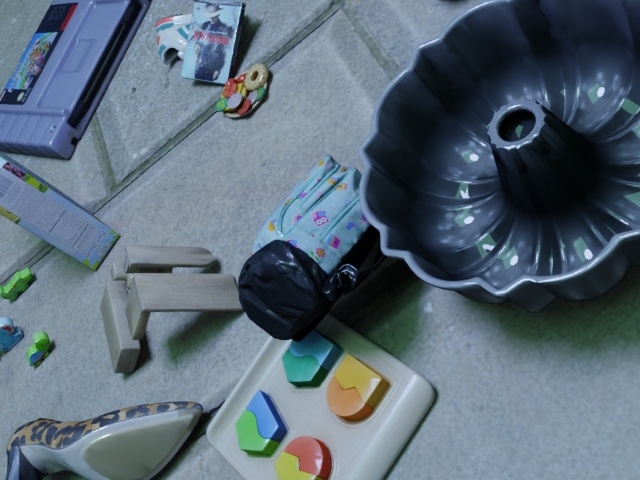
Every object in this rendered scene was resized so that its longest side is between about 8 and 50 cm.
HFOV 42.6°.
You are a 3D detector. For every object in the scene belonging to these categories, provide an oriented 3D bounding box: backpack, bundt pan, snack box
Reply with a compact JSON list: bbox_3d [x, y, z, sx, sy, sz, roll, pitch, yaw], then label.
[{"bbox_3d":[0.000,0.000,0.842,0.182,0.115,0.152,-50,4,-34],"label":"backpack"},{"bbox_3d":[0.206,-0.078,0.770,0.330,0.124,0.331,-19,54,28],"label":"bundt pan"},{"bbox_3d":[-0.409,-0.058,1.151,0.174,0.207,0.070,29,83,44],"label":"snack box"}]

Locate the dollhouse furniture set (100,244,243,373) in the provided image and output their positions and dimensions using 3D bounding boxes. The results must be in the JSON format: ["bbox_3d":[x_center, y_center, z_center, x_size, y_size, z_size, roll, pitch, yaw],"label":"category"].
[{"bbox_3d":[-0.192,0.083,1.032,0.151,0.123,0.144,-65,36,37],"label":"dollhouse furniture set"}]

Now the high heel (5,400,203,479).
[{"bbox_3d":[-0.262,0.220,0.979,0.261,0.093,0.186,-28,24,0],"label":"high heel"}]

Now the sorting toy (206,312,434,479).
[{"bbox_3d":[-0.012,0.177,0.836,0.208,0.038,0.193,30,84,43],"label":"sorting toy"}]

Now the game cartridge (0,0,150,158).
[{"bbox_3d":[-0.441,-0.312,1.431,0.230,0.068,0.355,11,71,35],"label":"game cartridge"}]

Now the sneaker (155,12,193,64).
[{"bbox_3d":[-0.184,-0.311,1.252,0.161,0.057,0.075,-7,80,30],"label":"sneaker"}]

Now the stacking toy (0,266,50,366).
[{"bbox_3d":[-0.488,0.160,1.187,0.221,0.052,0.167,-43,47,6],"label":"stacking toy"}]

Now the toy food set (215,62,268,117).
[{"bbox_3d":[-0.108,-0.207,1.147,0.083,0.020,0.083,-5,62,34],"label":"toy food set"}]

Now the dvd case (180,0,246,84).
[{"bbox_3d":[-0.157,-0.291,1.197,0.087,0.013,0.120,15,94,27],"label":"dvd case"}]
